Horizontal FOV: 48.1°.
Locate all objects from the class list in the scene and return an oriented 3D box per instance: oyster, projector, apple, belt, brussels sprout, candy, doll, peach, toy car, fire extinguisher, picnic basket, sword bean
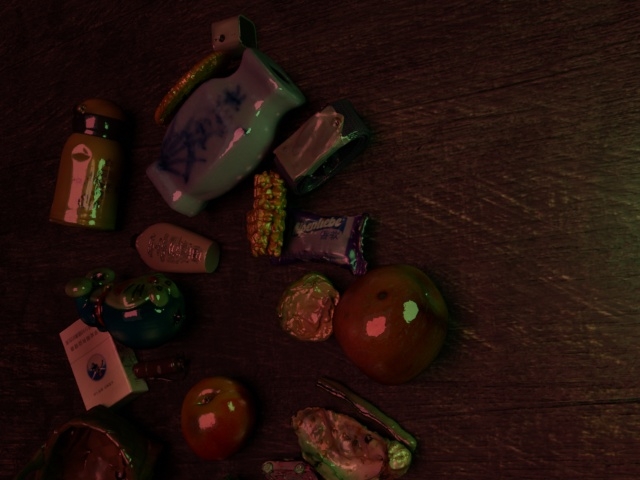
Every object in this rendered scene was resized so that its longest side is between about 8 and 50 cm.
[{"bbox_3d":[0.059,0.450,1.574,0.294,0.094,0.166,34,92,40],"label":"oyster"},{"bbox_3d":[-0.215,-0.508,1.796,0.082,0.083,0.083,-8,81,26],"label":"projector"},{"bbox_3d":[0.147,0.162,1.456,0.253,0.253,0.254,-3,84,27],"label":"apple"},{"bbox_3d":[-0.003,-0.218,1.630,0.230,0.139,0.126,-39,71,21],"label":"belt"},{"bbox_3d":[-0.023,0.150,1.620,0.151,0.122,0.149,-23,97,4],"label":"brussels sprout"},{"bbox_3d":[0.000,0.000,1.647,0.275,0.070,0.145,5,80,37],"label":"candy"},{"bbox_3d":[-0.470,0.169,1.797,0.321,0.198,0.186,7,111,30],"label":"doll"},{"bbox_3d":[-0.238,0.423,1.703,0.190,0.192,0.190,-7,47,8],"label":"peach"},{"bbox_3d":[-0.068,0.526,1.637,0.142,0.069,0.055,-8,42,26],"label":"toy car"},{"bbox_3d":[-0.400,0.330,1.835,0.157,0.045,0.078,-13,107,24],"label":"fire extinguisher"},{"bbox_3d":[-0.584,0.596,1.713,0.292,0.337,0.337,27,97,15],"label":"picnic basket"},{"bbox_3d":[0.099,0.378,1.579,0.269,0.038,0.043,31,97,25],"label":"sword bean"}]

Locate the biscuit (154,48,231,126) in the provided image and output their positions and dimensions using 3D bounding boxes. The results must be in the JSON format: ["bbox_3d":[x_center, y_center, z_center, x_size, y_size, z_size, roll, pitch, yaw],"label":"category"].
[{"bbox_3d":[-0.309,-0.370,1.753,0.035,0.254,0.254,45,107,-3],"label":"biscuit"}]

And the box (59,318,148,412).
[{"bbox_3d":[-0.578,0.321,1.909,0.164,0.069,0.257,-34,71,20],"label":"box"}]

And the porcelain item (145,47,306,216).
[{"bbox_3d":[-0.230,-0.252,1.728,0.405,0.178,0.243,-45,69,18],"label":"porcelain item"}]

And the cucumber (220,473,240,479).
[{"bbox_3d":[-0.076,0.625,1.619,0.359,0.096,0.096,10,90,25],"label":"cucumber"}]

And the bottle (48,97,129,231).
[{"bbox_3d":[-0.606,-0.205,1.919,0.171,0.171,0.352,10,89,27],"label":"bottle"}]

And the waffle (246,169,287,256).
[{"bbox_3d":[-0.130,-0.062,1.667,0.197,0.070,0.193,-125,40,-64],"label":"waffle"}]

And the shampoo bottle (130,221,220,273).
[{"bbox_3d":[-0.379,0.022,1.831,0.256,0.078,0.127,11,95,25],"label":"shampoo bottle"}]
